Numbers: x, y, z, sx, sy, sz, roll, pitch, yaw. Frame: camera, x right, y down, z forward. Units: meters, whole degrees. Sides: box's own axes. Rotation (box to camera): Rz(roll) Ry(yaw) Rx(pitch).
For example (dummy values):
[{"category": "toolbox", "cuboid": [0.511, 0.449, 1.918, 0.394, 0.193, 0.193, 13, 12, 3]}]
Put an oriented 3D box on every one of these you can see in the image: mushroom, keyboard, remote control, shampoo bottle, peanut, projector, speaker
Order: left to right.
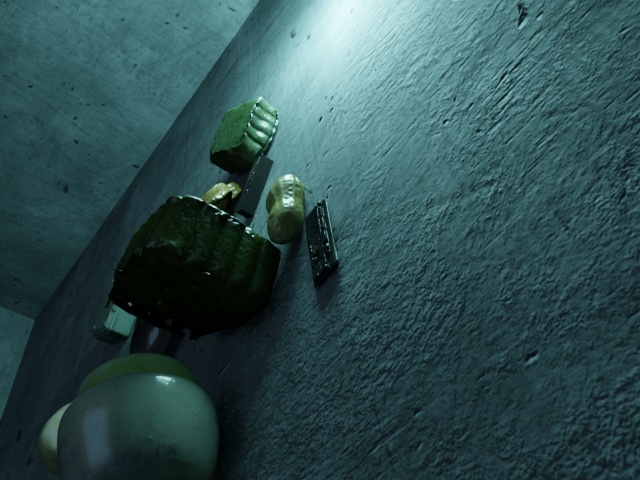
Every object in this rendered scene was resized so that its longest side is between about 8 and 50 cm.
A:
[{"category": "mushroom", "cuboid": [-0.697, 0.588, 1.883, 0.246, 0.202, 0.246, -7, 36, 5]}, {"category": "projector", "cuboid": [-0.747, 0.244, 2.394, 0.192, 0.099, 0.256, -22, 46, 50]}, {"category": "shampoo bottle", "cuboid": [-0.368, 0.417, 1.314, 0.322, 0.322, 0.317, -49, 33, 22]}, {"category": "remote control", "cuboid": [-0.501, 0.243, 1.962, 0.221, 0.103, 0.332, -44, 33, 35]}, {"category": "speaker", "cuboid": [-0.193, -0.159, 1.879, 0.040, 0.046, 0.191, -16, 51, 53]}, {"category": "peanut", "cuboid": [-0.087, -0.075, 1.558, 0.099, 0.090, 0.214, -6, 44, 5]}, {"category": "keyboard", "cuboid": [0.000, 0.000, 1.412, 0.093, 0.025, 0.230, -50, 29, 27]}]

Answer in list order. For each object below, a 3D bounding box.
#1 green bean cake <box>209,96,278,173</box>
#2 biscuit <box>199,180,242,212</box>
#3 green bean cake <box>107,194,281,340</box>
[{"category": "green bean cake", "cuboid": [-0.244, -0.332, 2.055, 0.227, 0.125, 0.222, -14, 50, 53]}, {"category": "biscuit", "cuboid": [-0.344, -0.070, 1.945, 0.287, 0.057, 0.344, -45, 1, -33]}, {"category": "green bean cake", "cuboid": [-0.302, 0.077, 1.519, 0.319, 0.335, 0.218, -34, 36, 49]}]
